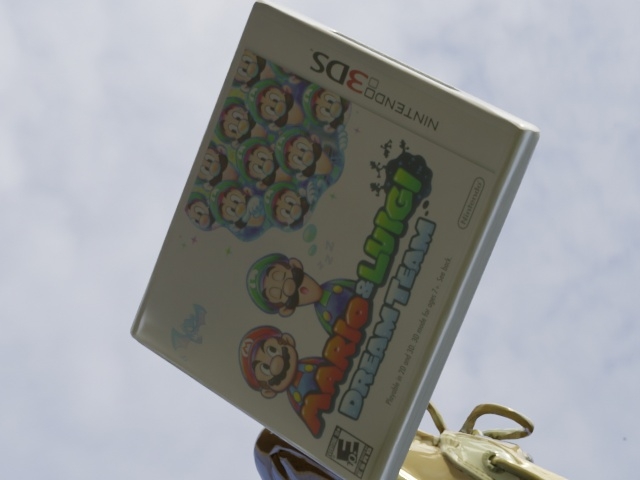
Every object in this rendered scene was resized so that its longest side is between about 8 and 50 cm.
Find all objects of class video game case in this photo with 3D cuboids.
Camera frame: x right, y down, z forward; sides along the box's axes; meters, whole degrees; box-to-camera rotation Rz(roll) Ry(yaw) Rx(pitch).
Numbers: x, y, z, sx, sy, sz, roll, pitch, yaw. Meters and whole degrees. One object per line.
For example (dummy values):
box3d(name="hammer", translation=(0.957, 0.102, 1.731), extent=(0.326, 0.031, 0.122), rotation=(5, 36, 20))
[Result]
box3d(name="video game case", translation=(0.000, 0.000, 0.703), extent=(0.143, 0.019, 0.157), rotation=(30, -75, 33))

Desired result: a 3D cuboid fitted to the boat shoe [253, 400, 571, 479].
box3d(name="boat shoe", translation=(0.104, 0.145, 0.822), extent=(0.285, 0.104, 0.089), rotation=(30, -119, 0))
